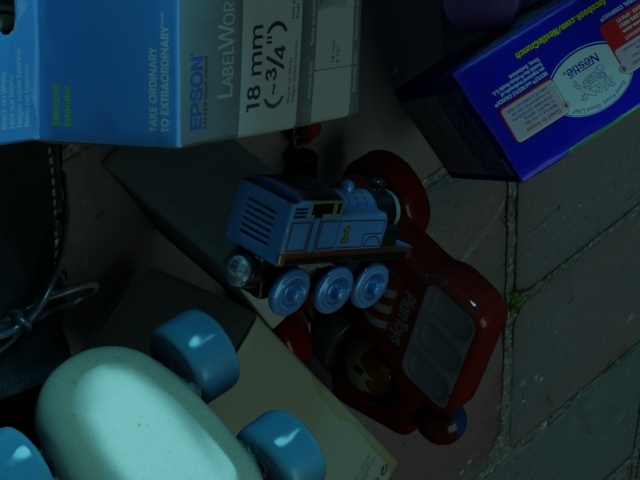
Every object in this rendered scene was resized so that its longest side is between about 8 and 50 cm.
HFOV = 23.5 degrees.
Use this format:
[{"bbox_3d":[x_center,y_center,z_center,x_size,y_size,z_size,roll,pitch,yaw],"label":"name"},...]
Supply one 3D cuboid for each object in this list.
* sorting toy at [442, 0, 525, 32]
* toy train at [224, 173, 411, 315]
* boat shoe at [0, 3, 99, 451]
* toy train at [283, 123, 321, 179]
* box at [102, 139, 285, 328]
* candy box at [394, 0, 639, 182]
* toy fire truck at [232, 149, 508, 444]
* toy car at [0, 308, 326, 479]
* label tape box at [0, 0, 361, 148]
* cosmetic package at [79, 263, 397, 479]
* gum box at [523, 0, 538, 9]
[{"bbox_3d":[0.143,-0.365,1.311,0.126,0.127,0.366,-40,128,-62],"label":"sorting toy"},{"bbox_3d":[0.000,0.000,1.250,0.184,0.080,0.105,-3,116,-48],"label":"toy train"},{"bbox_3d":[-0.271,0.054,1.213,0.186,0.156,0.500,-14,130,-41],"label":"boat shoe"},{"bbox_3d":[-0.017,-0.111,1.472,0.027,0.036,0.158,-31,141,-29],"label":"toy train"},{"bbox_3d":[-0.086,-0.026,1.345,0.091,0.170,0.130,-46,146,-8],"label":"box"},{"bbox_3d":[0.231,-0.168,1.441,0.268,0.122,0.317,-32,-174,-3],"label":"candy box"},{"bbox_3d":[0.056,0.079,1.523,0.169,0.254,0.302,-30,153,-30],"label":"toy fire truck"},{"bbox_3d":[-0.149,0.215,1.235,0.219,0.210,0.238,-34,163,-30],"label":"toy car"},{"bbox_3d":[-0.104,-0.194,1.136,0.333,0.106,0.241,-16,112,-51],"label":"label tape box"},{"bbox_3d":[-0.070,0.163,1.455,0.113,0.160,0.309,-56,141,-15],"label":"cosmetic package"},{"bbox_3d":[0.213,-0.320,1.553,0.157,0.041,0.184,-16,133,-43],"label":"gum box"}]
